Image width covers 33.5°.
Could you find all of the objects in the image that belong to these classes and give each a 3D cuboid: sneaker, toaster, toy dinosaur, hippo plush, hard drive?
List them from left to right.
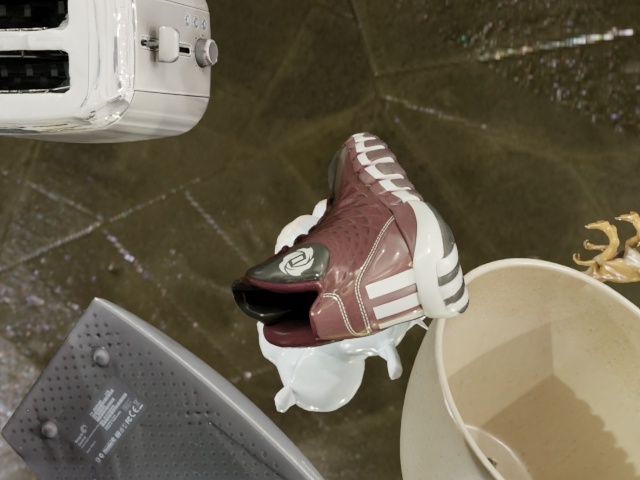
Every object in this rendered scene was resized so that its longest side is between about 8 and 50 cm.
[{"bbox_3d":[-0.194,-0.134,0.743,0.227,0.146,0.129,3,95,13],"label":"toaster"},{"bbox_3d":[-0.118,0.178,0.856,0.255,0.054,0.172,39,108,7],"label":"hard drive"},{"bbox_3d":[0.000,0.000,0.858,0.163,0.281,0.106,-21,111,-4],"label":"sneaker"},{"bbox_3d":[0.046,0.113,1.413,0.294,0.234,0.236,52,133,27],"label":"hippo plush"},{"bbox_3d":[0.375,0.026,1.281,0.211,0.064,0.112,-3,103,58],"label":"toy dinosaur"}]

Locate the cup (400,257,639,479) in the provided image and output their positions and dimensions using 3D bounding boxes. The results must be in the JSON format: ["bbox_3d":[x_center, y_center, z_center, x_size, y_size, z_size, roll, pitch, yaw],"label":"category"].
[{"bbox_3d":[0.216,0.220,1.131,0.331,0.331,0.237,25,135,-8],"label":"cup"}]
